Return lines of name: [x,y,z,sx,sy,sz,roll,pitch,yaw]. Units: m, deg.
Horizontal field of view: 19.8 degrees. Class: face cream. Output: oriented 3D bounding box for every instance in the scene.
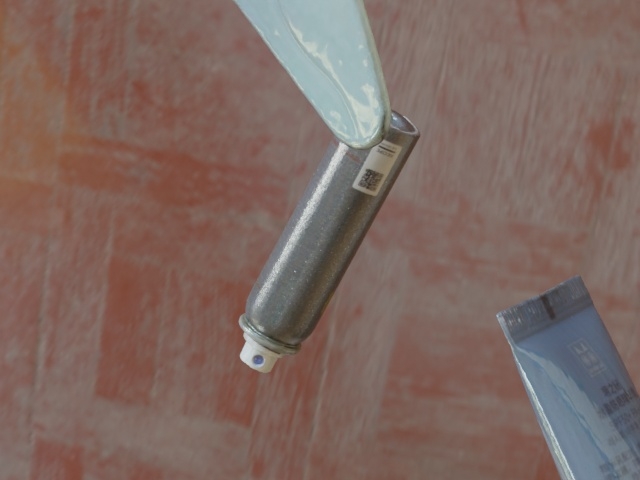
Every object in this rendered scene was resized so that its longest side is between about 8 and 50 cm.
face cream: [0.000,0.000,1.755,0.073,0.073,0.283,27,106,-4]
face cream: [0.240,0.216,1.377,0.086,0.135,0.385,-25,87,36]

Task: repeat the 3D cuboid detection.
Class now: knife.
knife: [-0.055,-0.128,0.416,0.260,0.034,0.063,49,134,23]
